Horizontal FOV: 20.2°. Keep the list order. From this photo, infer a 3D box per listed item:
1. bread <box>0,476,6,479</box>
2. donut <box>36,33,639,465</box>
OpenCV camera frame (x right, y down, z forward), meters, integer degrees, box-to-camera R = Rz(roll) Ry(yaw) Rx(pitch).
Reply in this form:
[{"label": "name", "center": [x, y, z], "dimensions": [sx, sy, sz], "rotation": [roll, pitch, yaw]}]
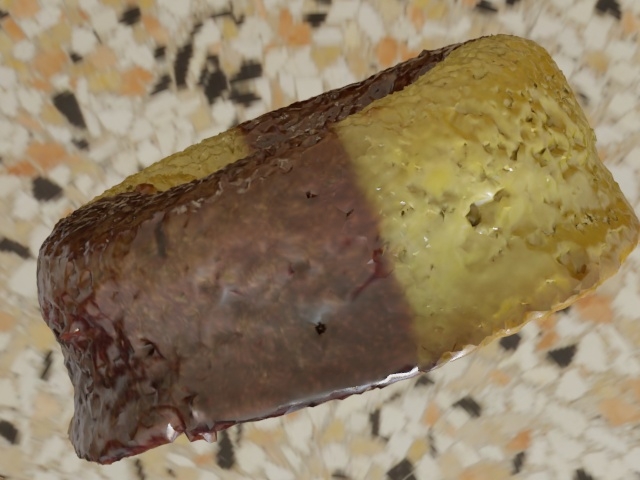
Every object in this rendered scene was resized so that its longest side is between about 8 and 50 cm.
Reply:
[{"label": "bread", "center": [-0.294, 0.240, 1.236], "dimensions": [0.169, 0.140, 0.160], "rotation": [0, 55, -5]}, {"label": "donut", "center": [0.000, 0.000, 0.405], "dimensions": [0.140, 0.140, 0.059], "rotation": [-24, 99, -3]}]
